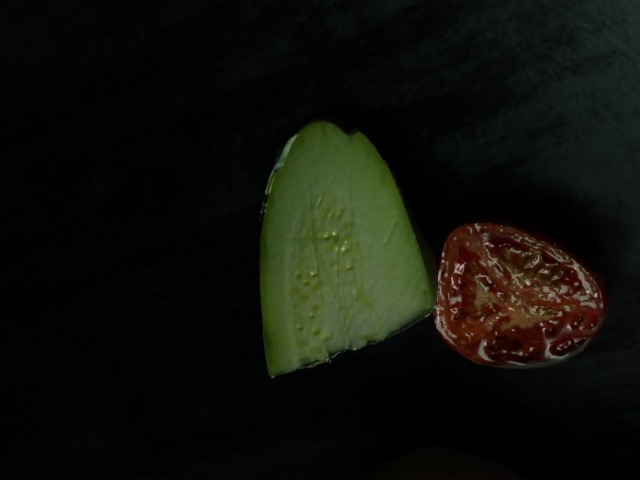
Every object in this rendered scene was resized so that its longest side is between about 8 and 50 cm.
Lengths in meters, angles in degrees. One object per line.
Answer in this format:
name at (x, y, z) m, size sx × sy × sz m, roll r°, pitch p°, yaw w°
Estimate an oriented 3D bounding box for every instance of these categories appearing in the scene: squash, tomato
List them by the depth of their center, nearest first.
tomato at (0.205, 0.050, 1.096) m, size 0.174 × 0.082 × 0.166 m, roll 18°, pitch 121°, yaw 23°
squash at (0.000, 0.000, 1.137) m, size 0.236 × 0.204 × 0.155 m, roll -23°, pitch 128°, yaw 37°

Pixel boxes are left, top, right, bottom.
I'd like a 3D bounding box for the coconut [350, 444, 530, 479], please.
coconut at (0.103, 0.414, 1.174) m, size 0.404 × 0.404 × 0.405 m, roll 13°, pitch 123°, yaw 21°
